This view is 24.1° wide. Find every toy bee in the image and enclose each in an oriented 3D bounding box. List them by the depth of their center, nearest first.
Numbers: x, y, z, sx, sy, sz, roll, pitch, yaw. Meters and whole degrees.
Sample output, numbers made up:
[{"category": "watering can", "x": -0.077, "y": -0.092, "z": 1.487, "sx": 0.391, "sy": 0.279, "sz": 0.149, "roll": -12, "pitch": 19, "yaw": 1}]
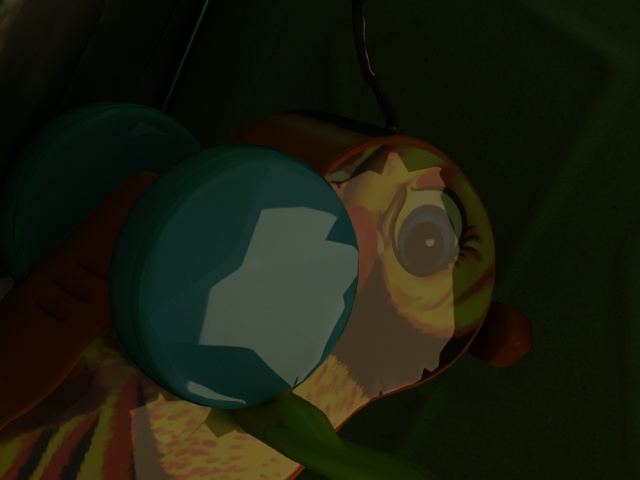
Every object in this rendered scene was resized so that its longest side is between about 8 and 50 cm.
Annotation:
[{"category": "toy bee", "x": -0.006, "y": 0.021, "z": 0.441, "sx": 0.298, "sy": 0.162, "sz": 0.195, "roll": -42, "pitch": -145, "yaw": 7}]

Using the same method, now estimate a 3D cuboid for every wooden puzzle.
[{"category": "wooden puzzle", "x": 0.075, "y": 0.041, "z": 0.556, "sx": 0.080, "sy": 0.348, "sz": 0.322, "roll": -24, "pitch": 147, "yaw": -53}]
